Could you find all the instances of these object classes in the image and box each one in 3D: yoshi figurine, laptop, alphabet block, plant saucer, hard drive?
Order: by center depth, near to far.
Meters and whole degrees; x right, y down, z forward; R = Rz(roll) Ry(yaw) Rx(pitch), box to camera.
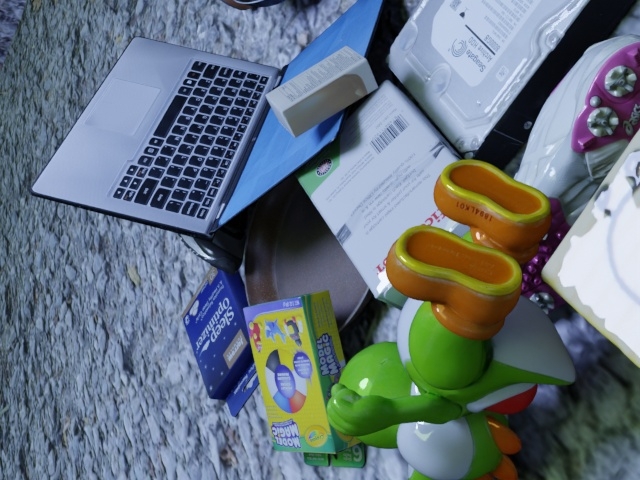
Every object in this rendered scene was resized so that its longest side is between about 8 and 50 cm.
[{"bbox_3d":[0.317,0.012,0.573,0.197,0.193,0.192,-61,37,19],"label":"alphabet block"},{"bbox_3d":[0.090,0.105,0.763,0.203,0.203,0.362,-110,16,-46],"label":"yoshi figurine"},{"bbox_3d":[0.224,-0.277,0.908,0.339,0.064,0.237,-55,40,26],"label":"hard drive"},{"bbox_3d":[0.000,0.000,1.121,0.310,0.050,0.311,-23,60,48],"label":"plant saucer"},{"bbox_3d":[-0.144,-0.220,1.130,0.236,0.407,0.382,99,-173,-48],"label":"laptop"}]

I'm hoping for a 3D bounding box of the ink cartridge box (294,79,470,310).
[{"bbox_3d":[0.091,-0.048,0.922,0.160,0.092,0.219,-44,51,15],"label":"ink cartridge box"}]

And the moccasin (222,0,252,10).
[{"bbox_3d":[-0.165,-0.597,1.470,0.147,0.139,0.380,-38,52,34],"label":"moccasin"}]

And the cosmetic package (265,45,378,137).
[{"bbox_3d":[0.001,-0.172,0.941,0.115,0.041,0.060,-32,37,-4],"label":"cosmetic package"}]

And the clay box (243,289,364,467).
[{"bbox_3d":[-0.021,0.181,1.028,0.127,0.053,0.222,-16,85,50],"label":"clay box"}]

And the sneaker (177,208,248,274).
[{"bbox_3d":[-0.156,-0.053,1.282,0.108,0.100,0.272,-44,33,23],"label":"sneaker"}]

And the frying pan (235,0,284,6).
[{"bbox_3d":[-0.006,-0.471,1.272,0.326,0.053,0.197,-30,43,16],"label":"frying pan"}]

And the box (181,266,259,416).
[{"bbox_3d":[-0.150,0.148,1.281,0.136,0.036,0.225,-56,42,25],"label":"box"}]

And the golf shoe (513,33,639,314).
[{"bbox_3d":[0.241,-0.057,0.795,0.140,0.115,0.306,-89,25,-63],"label":"golf shoe"}]
